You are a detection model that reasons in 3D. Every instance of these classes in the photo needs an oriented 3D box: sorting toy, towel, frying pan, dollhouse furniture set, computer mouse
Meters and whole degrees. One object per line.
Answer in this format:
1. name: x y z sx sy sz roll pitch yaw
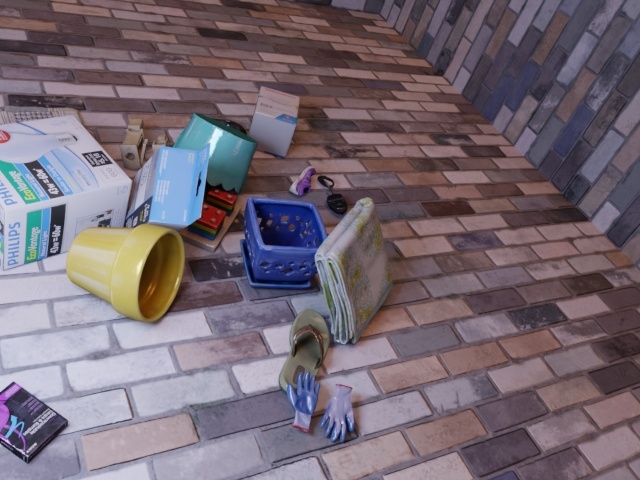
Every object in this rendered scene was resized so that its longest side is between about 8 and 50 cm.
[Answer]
1. sorting toy: -0.412 -0.113 1.999 0.255 0.089 0.257 23 38 0
2. towel: 0.114 0.090 1.856 0.090 0.321 0.374 2 30 27
3. towel: -0.936 -0.360 2.052 0.312 0.056 0.324 -9 48 -34
4. frying pan: -0.392 -0.372 2.340 0.197 0.053 0.326 13 42 -5
5. dollhouse furniture set: -0.595 -0.338 2.137 0.160 0.101 0.182 0 41 -1
6. computer mouse: 0.042 -0.174 2.351 0.071 0.041 0.242 -11 42 -14

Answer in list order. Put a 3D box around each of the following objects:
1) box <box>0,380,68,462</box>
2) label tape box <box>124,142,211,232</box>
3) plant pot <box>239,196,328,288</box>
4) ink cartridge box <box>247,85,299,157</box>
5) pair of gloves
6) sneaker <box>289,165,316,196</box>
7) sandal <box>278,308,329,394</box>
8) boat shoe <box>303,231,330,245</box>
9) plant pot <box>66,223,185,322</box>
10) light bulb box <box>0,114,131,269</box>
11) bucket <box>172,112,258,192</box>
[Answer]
1. box: -0.656 0.394 1.333 0.162 0.029 0.116 31 39 8
2. label tape box: -0.447 -0.132 1.744 0.106 0.333 0.241 18 63 -32
3. plant pot: -0.124 0.022 1.888 0.236 0.212 0.236 4 43 -23
4. ink cartridge box: -0.191 -0.484 2.480 0.171 0.168 0.233 15 39 -8
5. pair of gloves: 0.001 0.431 1.586 0.198 0.023 0.159 20 53 -13
6. sneaker: -0.060 -0.221 2.342 0.071 0.068 0.170 39 47 -4
7. sandal: -0.033 0.304 1.704 0.120 0.086 0.303 20 38 -5
8. boat shoe: 0.000 0.000 2.088 0.228 0.080 0.076 12 33 -16
9. plant pot: -0.526 0.068 1.628 0.239 0.254 0.254 13 36 13
10. light bulb box: -0.802 -0.152 1.740 0.361 0.225 0.358 -22 57 -44
11. bucket: -0.360 -0.306 2.096 0.281 0.183 0.281 26 10 -5
